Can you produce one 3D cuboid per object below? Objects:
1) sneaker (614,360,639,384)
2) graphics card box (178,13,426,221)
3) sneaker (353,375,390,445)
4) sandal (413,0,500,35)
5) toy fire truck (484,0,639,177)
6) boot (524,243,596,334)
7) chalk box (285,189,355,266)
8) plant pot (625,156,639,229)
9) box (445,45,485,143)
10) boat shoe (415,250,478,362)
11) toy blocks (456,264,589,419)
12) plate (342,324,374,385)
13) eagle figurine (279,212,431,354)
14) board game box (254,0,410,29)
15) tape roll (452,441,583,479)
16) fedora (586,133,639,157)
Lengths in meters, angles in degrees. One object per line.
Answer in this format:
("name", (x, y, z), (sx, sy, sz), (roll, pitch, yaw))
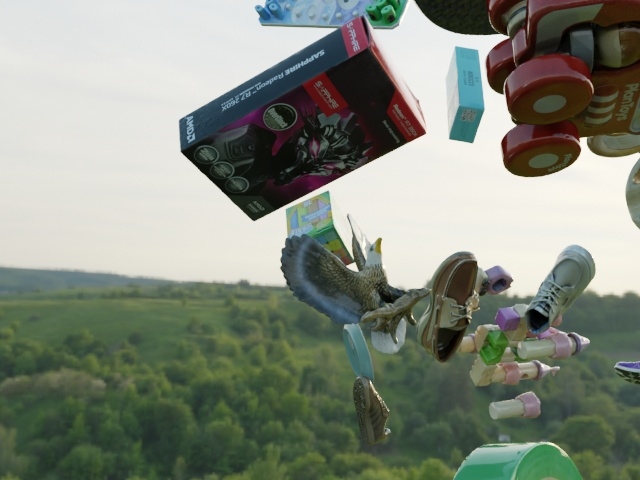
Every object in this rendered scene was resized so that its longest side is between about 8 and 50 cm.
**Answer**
("sneaker", (0.772, 0.292, 1.886), (0.169, 0.071, 0.068), (-6, -38, 25))
("graphics card box", (-0.030, -0.197, 1.396), (0.370, 0.094, 0.233), (-25, -41, 17))
("sneaker", (0.126, 0.399, 1.950), (0.071, 0.189, 0.066), (-17, 27, -23))
("sandal", (0.271, -0.391, 1.205), (0.445, 0.168, 0.107), (-4, 38, -40))
("toy fire truck", (0.340, -0.214, 0.994), (0.253, 0.170, 0.302), (-8, -26, 6))
("boot", (0.541, 0.124, 1.855), (0.095, 0.123, 0.258), (34, -29, 22))
("chalk box", (0.000, 0.000, 2.030), (0.132, 0.132, 0.213), (-23, 35, 11))
("plant pot", (0.817, -0.077, 1.725), (0.305, 0.334, 0.333), (13, -10, -43))
("box", (0.332, -0.340, 1.884), (0.060, 0.244, 0.101), (9, -45, -2))
("boat shoe", (0.334, 0.170, 2.023), (0.123, 0.325, 0.116), (-6, 39, -20))
("toy blocks", (0.532, 0.253, 2.083), (0.259, 0.289, 0.309), (-4, 41, -20))
("plate", (0.087, 0.273, 1.992), (0.024, 0.188, 0.188), (-16, 0, -11))
("eagle figurine", (0.088, 0.081, 1.757), (0.298, 0.225, 0.226), (30, -3, 43))
("board game box", (0.069, -0.674, 1.927), (0.389, 0.390, 0.050), (11, -21, 32))
("tape roll", (0.248, 0.407, 0.974), (0.077, 0.322, 0.321), (-11, -12, 37))
("fedora", (0.549, -0.229, 1.428), (0.194, 0.194, 0.079), (-2, -45, 50))
